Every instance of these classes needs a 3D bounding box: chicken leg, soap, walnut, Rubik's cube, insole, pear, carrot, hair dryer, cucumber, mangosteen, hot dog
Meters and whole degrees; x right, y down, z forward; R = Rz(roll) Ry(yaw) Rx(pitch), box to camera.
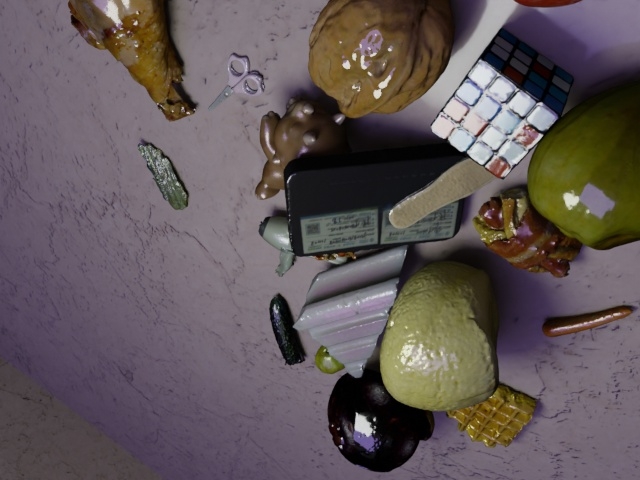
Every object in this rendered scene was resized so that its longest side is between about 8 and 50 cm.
[{"bbox_3d":[-0.405,-0.431,1.349,0.295,0.182,0.409,16,149,33],"label":"chicken leg"},{"bbox_3d":[0.131,0.170,1.468,0.302,0.159,0.258,-20,125,33],"label":"soap"},{"bbox_3d":[0.095,-0.318,1.055,0.224,0.257,0.257,15,142,-24],"label":"walnut"},{"bbox_3d":[0.301,-0.228,1.045,0.154,0.151,0.155,36,137,1],"label":"Rubik's cube"},{"bbox_3d":[0.239,-0.096,1.195,0.247,0.011,0.081,-32,128,16],"label":"insole"},{"bbox_3d":[0.026,0.318,1.714,0.092,0.092,0.097,0,126,32],"label":"pear"},{"bbox_3d":[0.548,0.165,1.297,0.190,0.037,0.037,-22,111,38],"label":"carrot"},{"bbox_3d":[-0.031,0.038,1.540,0.218,0.088,0.225,11,143,20],"label":"hair dryer"},{"bbox_3d":[-0.101,0.258,1.759,0.067,0.067,0.245,5,129,30],"label":"cucumber"},{"bbox_3d":[0.158,0.453,1.609,0.287,0.233,0.287,11,174,1],"label":"mangosteen"},{"bbox_3d":[0.392,-0.005,1.204,0.213,0.103,0.146,36,135,0],"label":"hot dog"}]

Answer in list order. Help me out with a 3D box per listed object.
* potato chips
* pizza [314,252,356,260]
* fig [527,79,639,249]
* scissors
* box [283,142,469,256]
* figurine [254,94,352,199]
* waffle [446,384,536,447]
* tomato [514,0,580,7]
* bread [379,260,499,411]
[{"bbox_3d":[-0.398,-0.163,1.630,0.091,0.028,0.208,2,128,29],"label":"potato chips"},{"bbox_3d":[0.000,0.000,1.391,0.188,0.199,0.062,42,110,-6],"label":"pizza"},{"bbox_3d":[0.459,-0.122,0.977,0.239,0.239,0.271,27,112,11],"label":"fig"},{"bbox_3d":[-0.197,-0.328,1.378,0.100,0.015,0.189,51,137,-11],"label":"scissors"},{"bbox_3d":[0.107,-0.076,1.231,0.349,0.058,0.211,-6,130,-6],"label":"box"},{"bbox_3d":[-0.025,-0.168,1.282,0.173,0.177,0.247,36,127,29],"label":"figurine"},{"bbox_3d":[0.395,0.425,1.587,0.219,0.057,0.229,27,136,11],"label":"waffle"},{"bbox_3d":[0.340,-0.416,0.913,0.174,0.082,0.167,6,127,31],"label":"tomato"},{"bbox_3d":[0.250,0.202,1.311,0.237,0.321,0.321,5,129,11],"label":"bread"}]
